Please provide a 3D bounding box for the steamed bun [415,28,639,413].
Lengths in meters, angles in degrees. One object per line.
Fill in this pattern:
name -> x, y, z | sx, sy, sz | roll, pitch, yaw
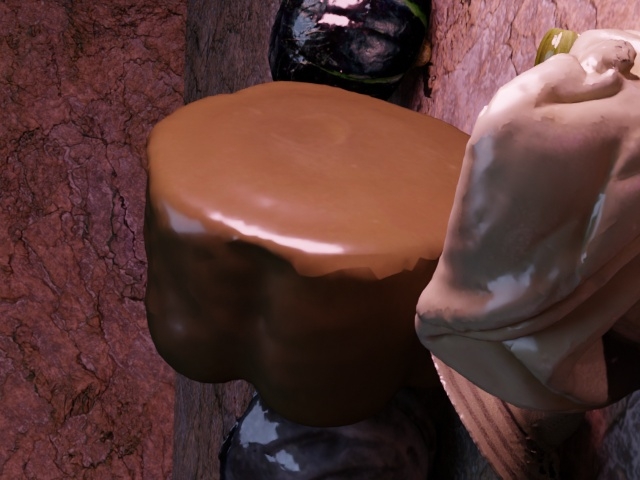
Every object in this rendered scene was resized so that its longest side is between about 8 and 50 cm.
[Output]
steamed bun -> 0.257, -0.002, 1.041 | 0.347, 0.237, 0.394 | -59, -19, -6

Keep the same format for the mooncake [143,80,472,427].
mooncake -> 0.000, 0.000, 1.486 | 0.467, 0.467, 0.262 | -108, 22, -52

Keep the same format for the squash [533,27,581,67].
squash -> 0.260, -0.122, 1.352 | 0.066, 0.066, 0.229 | -156, 73, -72

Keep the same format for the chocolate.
chocolate -> 0.040, 0.301, 1.625 | 0.213, 0.303, 0.303 | 36, 123, 38

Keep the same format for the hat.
hat -> 0.222, 0.169, 1.279 | 0.110, 0.252, 0.252 | -33, 37, 12

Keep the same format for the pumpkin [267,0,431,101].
pumpkin -> 0.054, -0.322, 1.804 | 0.315, 0.238, 0.315 | -158, 90, -82
